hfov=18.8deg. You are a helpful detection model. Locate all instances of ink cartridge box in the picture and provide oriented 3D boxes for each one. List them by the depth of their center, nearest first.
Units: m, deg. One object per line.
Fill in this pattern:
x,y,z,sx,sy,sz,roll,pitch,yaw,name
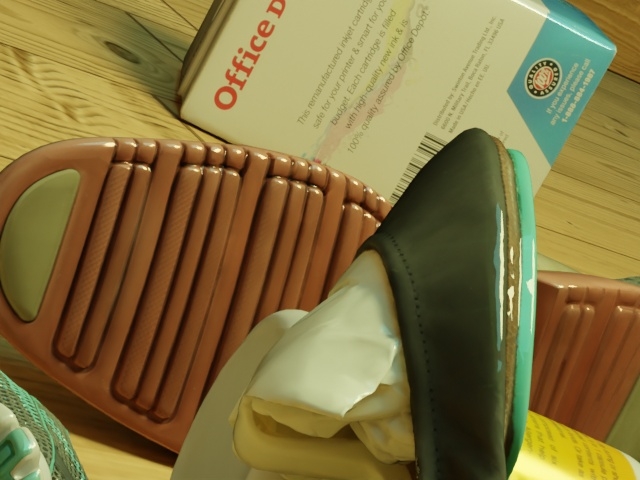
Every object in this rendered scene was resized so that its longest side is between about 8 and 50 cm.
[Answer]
0.051,-0.143,1.503,0.270,0.198,0.197,26,14,-11,ink cartridge box

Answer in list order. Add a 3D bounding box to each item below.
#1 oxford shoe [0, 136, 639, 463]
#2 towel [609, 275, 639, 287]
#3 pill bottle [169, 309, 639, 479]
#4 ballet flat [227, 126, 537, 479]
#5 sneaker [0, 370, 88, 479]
-0.005,0.035,0.909,0.397,0.140,0.146,20,4,-37,oxford shoe
0.327,0.063,1.255,0.324,0.056,0.312,-6,9,-28,towel
0.055,0.116,0.713,0.208,0.117,0.117,25,14,-15,pill bottle
0.023,0.083,0.583,0.096,0.095,0.280,5,59,-11,ballet flat
-0.130,0.067,0.687,0.076,0.065,0.166,38,5,-48,sneaker
